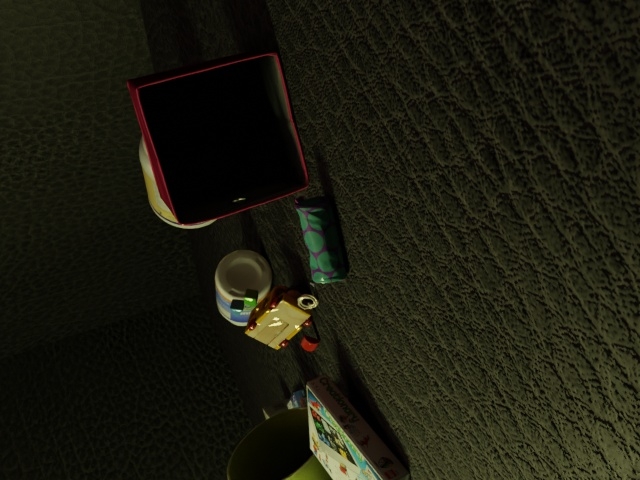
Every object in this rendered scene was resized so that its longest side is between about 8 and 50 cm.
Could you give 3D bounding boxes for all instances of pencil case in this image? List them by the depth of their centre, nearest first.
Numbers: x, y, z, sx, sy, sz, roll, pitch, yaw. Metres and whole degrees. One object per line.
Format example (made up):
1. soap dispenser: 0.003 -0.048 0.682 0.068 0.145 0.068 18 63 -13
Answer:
1. pencil case: 0.000 0.000 1.299 0.070 0.065 0.151 16 124 53

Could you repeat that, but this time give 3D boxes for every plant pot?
1. plant pot: -0.041 0.616 1.877 0.293 0.275 0.275 61 170 -20

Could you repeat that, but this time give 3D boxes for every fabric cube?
1. fabric cube: -0.200 -0.202 1.424 0.258 0.254 0.259 -146 40 -67

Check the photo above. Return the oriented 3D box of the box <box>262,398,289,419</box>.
1. box: -0.093 0.647 2.376 0.113 0.094 0.275 -161 54 -73

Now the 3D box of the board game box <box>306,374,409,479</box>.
1. board game box: 0.067 0.429 1.484 0.305 0.053 0.192 43 143 49

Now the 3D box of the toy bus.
1. toy bus: -0.083 0.153 1.702 0.104 0.202 0.190 -79 -19 -45

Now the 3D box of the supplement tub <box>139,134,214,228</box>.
1. supplement tub: -0.368 -0.205 2.083 0.331 0.241 0.241 102 148 -63

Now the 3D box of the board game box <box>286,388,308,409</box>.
1. board game box: -0.050 0.508 2.164 0.201 0.035 0.136 113 137 -69

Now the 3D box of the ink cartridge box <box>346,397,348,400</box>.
1. ink cartridge box: 0.061 0.445 1.645 0.097 0.046 0.207 139 112 -74

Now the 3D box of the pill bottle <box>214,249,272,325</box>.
1. pill bottle: -0.214 0.145 2.107 0.272 0.152 0.152 103 147 -65
